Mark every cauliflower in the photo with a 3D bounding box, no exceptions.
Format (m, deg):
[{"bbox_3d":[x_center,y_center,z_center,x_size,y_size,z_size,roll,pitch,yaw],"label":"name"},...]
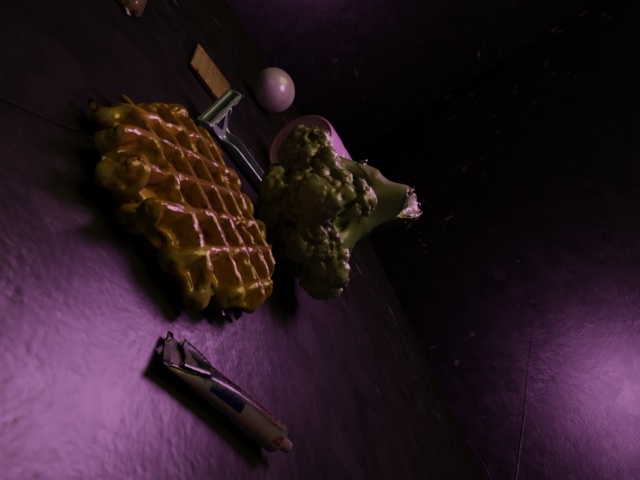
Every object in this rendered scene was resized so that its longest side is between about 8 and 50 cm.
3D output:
[{"bbox_3d":[0.019,-0.067,0.753,0.260,0.280,0.327,20,50,-69],"label":"cauliflower"}]

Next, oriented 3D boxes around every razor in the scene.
[{"bbox_3d":[-0.145,-0.157,0.878,0.111,0.056,0.278,-60,135,-35],"label":"razor"}]

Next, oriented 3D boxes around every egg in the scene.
[{"bbox_3d":[-0.169,-0.549,1.571,0.151,0.151,0.209,59,6,-3],"label":"egg"}]

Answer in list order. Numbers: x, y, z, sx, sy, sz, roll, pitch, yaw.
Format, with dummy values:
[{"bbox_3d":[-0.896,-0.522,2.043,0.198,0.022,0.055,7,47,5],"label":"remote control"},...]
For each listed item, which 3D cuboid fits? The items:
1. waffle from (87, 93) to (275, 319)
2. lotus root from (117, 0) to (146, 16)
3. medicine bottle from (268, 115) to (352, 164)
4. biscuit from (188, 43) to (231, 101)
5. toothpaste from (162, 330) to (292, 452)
[{"bbox_3d":[-0.148,-0.054,0.526,0.329,0.062,0.329,56,11,-18],"label":"waffle"},{"bbox_3d":[-0.353,-0.489,0.717,0.204,0.077,0.183,58,11,-21],"label":"lotus root"},{"bbox_3d":[0.007,-0.189,1.261,0.316,0.202,0.202,47,16,-52],"label":"medicine bottle"},{"bbox_3d":[-0.266,-0.400,1.052,0.139,0.016,0.231,52,13,-34],"label":"biscuit"},{"bbox_3d":[-0.080,0.146,0.388,0.170,0.028,0.045,51,6,-25],"label":"toothpaste"}]
